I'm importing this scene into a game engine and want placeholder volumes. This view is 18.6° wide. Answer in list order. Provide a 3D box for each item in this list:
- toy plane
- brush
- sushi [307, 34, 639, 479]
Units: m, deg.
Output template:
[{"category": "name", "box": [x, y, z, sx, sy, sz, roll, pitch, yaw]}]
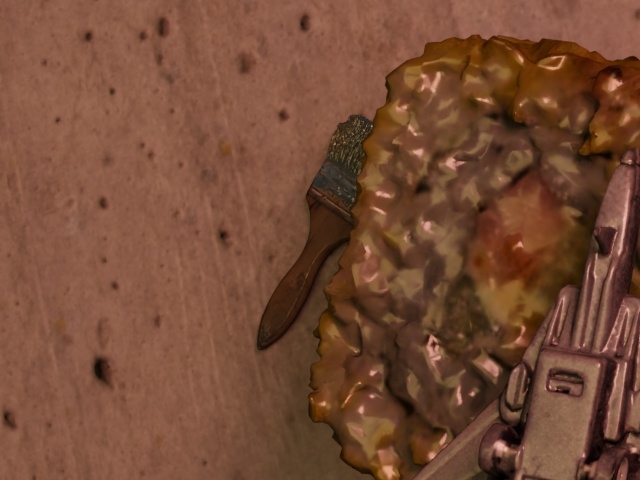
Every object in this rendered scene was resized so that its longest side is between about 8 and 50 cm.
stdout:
[{"category": "toy plane", "box": [0.151, 0.075, 1.112, 0.212, 0.088, 0.267, 10, 91, 23]}, {"category": "brush", "box": [0.000, 0.000, 1.483, 0.070, 0.021, 0.196, 34, 100, 25]}, {"category": "sushi", "box": [0.202, 0.069, 1.269, 0.396, 0.240, 0.351, 23, 96, 27]}]
